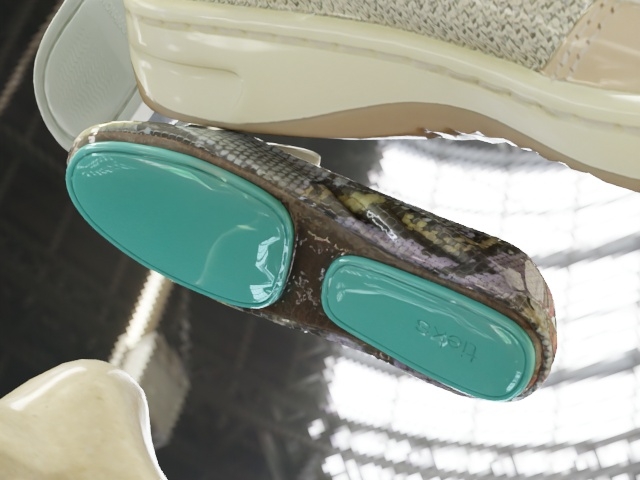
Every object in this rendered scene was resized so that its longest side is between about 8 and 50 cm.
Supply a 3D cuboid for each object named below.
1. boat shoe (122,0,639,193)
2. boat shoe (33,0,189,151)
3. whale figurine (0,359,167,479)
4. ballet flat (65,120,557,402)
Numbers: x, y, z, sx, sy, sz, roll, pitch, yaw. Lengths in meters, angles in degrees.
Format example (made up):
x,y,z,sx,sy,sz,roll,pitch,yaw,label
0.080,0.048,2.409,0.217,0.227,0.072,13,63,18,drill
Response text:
x,y,z,sx,sy,sz,roll,pitch,yaw,label
0.067,-0.073,0.342,0.109,0.302,0.098,-31,-63,-39,boat shoe
-0.051,-0.154,1.006,0.091,0.302,0.114,-19,-102,-46,boat shoe
-0.162,0.100,0.477,0.272,0.141,0.216,-4,-137,-34,whale figurine
0.000,0.000,0.406,0.114,0.041,0.041,24,-149,7,ballet flat
